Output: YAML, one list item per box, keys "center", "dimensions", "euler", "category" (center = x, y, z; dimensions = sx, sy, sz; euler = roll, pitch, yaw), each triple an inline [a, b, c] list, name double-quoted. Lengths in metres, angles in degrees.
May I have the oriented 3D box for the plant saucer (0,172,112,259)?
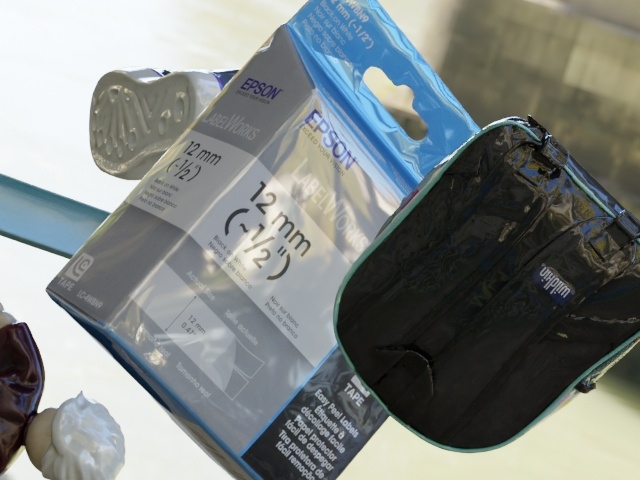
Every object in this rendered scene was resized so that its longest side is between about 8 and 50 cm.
- center: [-0.284, -0.026, 1.863]
  dimensions: [0.192, 0.018, 0.067]
  euler: [21, 48, -18]
  category: "plant saucer"

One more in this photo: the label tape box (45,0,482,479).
- center: [0.000, 0.000, 1.512]
  dimensions: [0.249, 0.348, 0.115]
  euler: [49, -12, -32]
  category: "label tape box"

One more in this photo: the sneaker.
- center: [-0.099, -0.127, 2.204]
  dimensions: [0.236, 0.130, 0.323]
  euler: [3, -2, -29]
  category: "sneaker"

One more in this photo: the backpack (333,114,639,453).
- center: [0.107, 0.034, 1.226]
  dimensions: [0.166, 0.188, 0.144]
  euler: [44, 4, 2]
  category: "backpack"

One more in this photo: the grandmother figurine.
- center: [-0.339, 0.154, 1.891]
  dimensions: [0.342, 0.208, 0.104]
  euler: [18, -7, 19]
  category: "grandmother figurine"
